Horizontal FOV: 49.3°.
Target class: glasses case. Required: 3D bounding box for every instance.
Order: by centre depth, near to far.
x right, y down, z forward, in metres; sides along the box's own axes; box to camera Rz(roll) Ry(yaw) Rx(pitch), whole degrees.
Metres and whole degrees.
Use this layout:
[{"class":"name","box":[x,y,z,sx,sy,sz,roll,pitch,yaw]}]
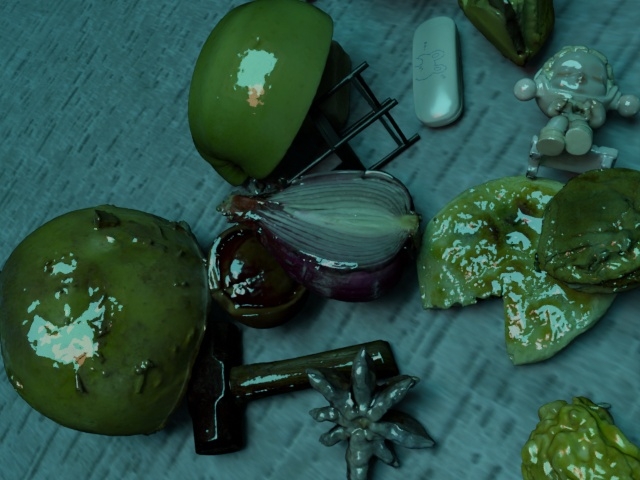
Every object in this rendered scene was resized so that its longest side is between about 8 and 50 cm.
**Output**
[{"class":"glasses case","box":[0.224,-0.325,1.338,0.092,0.059,0.233,-7,68,25]}]

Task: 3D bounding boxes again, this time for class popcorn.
[{"class":"popcorn","box":[0.359,0.312,0.957,0.163,0.140,0.194,-31,56,9]}]

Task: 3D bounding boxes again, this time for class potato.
[{"class":"potato","box":[-0.433,0.134,1.313,0.385,0.319,0.442,-45,48,29]}]

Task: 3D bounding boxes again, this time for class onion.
[{"class":"onion","box":[0.000,0.000,1.225,0.348,0.159,0.267,8,41,11]}]

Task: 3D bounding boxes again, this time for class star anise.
[{"class":"star anise","box":[0.076,0.287,1.130,0.229,0.093,0.236,14,100,12]},{"class":"star anise","box":[-0.121,-0.039,1.407,0.197,0.073,0.212,-33,62,24]}]

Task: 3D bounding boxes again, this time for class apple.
[{"class":"apple","box":[-0.119,-0.292,1.402,0.311,0.320,0.360,18,82,18]}]

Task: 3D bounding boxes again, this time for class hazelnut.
[{"class":"hazelnut","box":[-0.112,0.070,1.278,0.170,0.160,0.201,-48,49,-10]}]

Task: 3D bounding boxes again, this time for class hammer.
[{"class":"hammer","box":[-0.061,0.238,1.255,0.409,0.095,0.242,-15,63,21]}]

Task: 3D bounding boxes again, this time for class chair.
[{"class":"chair","box":[0.037,-0.187,1.337,0.260,0.154,0.141,-36,56,9]}]

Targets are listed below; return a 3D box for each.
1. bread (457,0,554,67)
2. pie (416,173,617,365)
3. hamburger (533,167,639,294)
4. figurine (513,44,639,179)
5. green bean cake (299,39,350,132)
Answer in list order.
[{"class":"bread","box":[0.334,-0.440,1.248,0.162,0.204,0.262,-27,55,4]},{"class":"pie","box":[0.318,0.029,1.130,0.337,0.075,0.337,-9,67,23]},{"class":"hamburger","box":[0.407,-0.012,1.000,0.183,0.130,0.206,-6,49,45]},{"class":"figurine","box":[0.419,-0.216,1.136,0.182,0.144,0.257,1,56,33]},{"class":"green bean cake","box":[-0.001,-0.317,1.448,0.109,0.085,0.179,-9,67,25]}]
